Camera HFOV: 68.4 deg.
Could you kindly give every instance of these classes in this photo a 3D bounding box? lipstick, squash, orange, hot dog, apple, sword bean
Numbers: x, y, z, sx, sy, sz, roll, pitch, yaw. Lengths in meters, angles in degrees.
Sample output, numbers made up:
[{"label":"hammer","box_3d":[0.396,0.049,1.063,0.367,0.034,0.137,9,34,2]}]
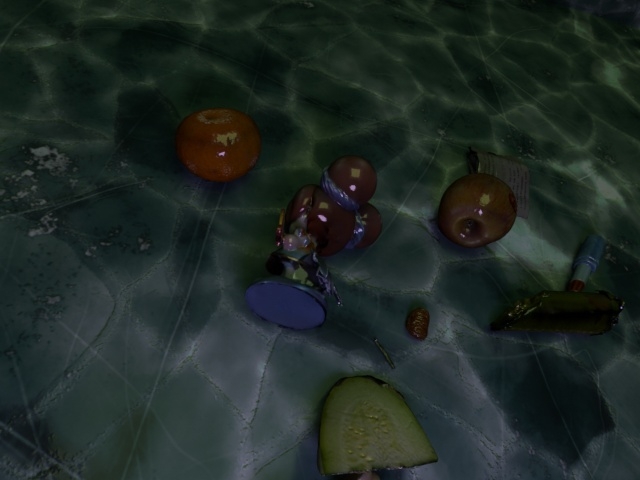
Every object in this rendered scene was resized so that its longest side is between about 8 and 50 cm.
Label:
[{"label":"lipstick","box_3d":[0.797,0.083,1.421,0.061,0.068,0.274,40,54,7]},{"label":"squash","box_3d":[0.089,0.361,0.953,0.237,0.204,0.154,5,78,-17]},{"label":"orange","box_3d":[-0.267,-0.250,1.235,0.224,0.170,0.224,2,39,-1]},{"label":"hot dog","box_3d":[0.245,0.209,1.176,0.058,0.035,0.083,22,54,-2]},{"label":"apple","box_3d":[0.442,-0.083,1.333,0.211,0.211,0.187,30,51,3]},{"label":"sword bean","box_3d":[0.153,0.269,1.121,0.012,0.012,0.083,-22,65,-29]}]

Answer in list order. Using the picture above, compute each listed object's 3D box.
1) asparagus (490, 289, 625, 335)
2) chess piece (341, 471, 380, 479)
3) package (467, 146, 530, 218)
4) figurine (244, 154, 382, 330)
[{"label":"asparagus","box_3d":[0.634,0.192,1.268,0.382,0.128,0.108,4,21,-15]},{"label":"chess piece","box_3d":[0.114,0.517,0.897,0.170,0.094,0.094,44,55,8]},{"label":"package","box_3d":[0.592,-0.205,1.555,0.204,0.062,0.250,11,59,-10]},{"label":"figurine","box_3d":[-0.001,-0.001,1.117,0.248,0.276,0.387,6,50,15]}]
